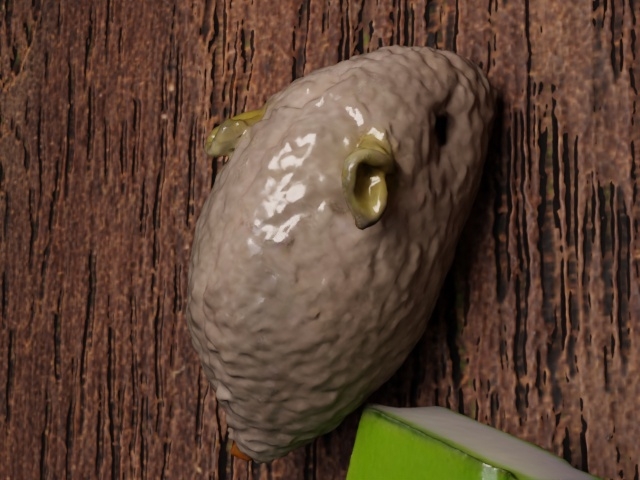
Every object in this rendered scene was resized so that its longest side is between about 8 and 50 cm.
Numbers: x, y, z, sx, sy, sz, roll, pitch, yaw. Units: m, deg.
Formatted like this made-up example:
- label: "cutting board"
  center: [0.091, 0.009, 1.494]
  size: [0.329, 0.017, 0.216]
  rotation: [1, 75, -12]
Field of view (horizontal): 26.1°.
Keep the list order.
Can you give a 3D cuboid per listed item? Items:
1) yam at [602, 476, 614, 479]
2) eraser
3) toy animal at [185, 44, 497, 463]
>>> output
- label: "yam"
  center: [0.178, 0.287, 0.996]
  size: [0.057, 0.057, 0.241]
  rotation: [26, 97, 33]
- label: "eraser"
  center: [0.088, 0.272, 1.004]
  size: [0.210, 0.092, 0.274]
  rotation: [16, 91, 55]
- label: "toy animal"
  center: [-0.003, 0.007, 1.055]
  size: [0.188, 0.226, 0.358]
  rotation: [23, 94, 34]
